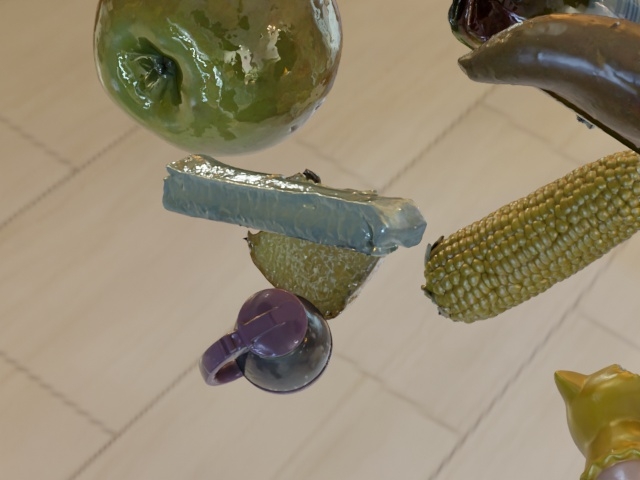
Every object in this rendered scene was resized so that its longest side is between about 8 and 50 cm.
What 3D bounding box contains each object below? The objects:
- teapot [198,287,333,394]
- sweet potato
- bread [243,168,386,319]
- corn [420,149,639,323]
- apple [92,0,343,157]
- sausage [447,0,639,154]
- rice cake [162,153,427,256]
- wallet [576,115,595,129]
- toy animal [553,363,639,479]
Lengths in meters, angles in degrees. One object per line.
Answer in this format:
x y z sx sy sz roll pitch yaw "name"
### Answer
-0.064 0.107 1.929 0.148 0.146 0.116 1 73 5 "teapot"
0.191 -0.074 0.888 0.249 0.059 0.069 24 14 29 "sweet potato"
0.000 0.000 2.121 0.160 0.140 0.169 36 14 4 "bread"
0.206 -0.003 1.575 0.091 0.260 0.091 7 60 -48 "corn"
-0.145 -0.267 2.258 0.338 0.338 0.305 27 48 5 "apple"
0.212 -0.160 1.355 0.317 0.125 0.117 27 43 -29 "sausage"
-0.033 -0.034 1.682 0.066 0.063 0.336 -10 17 -43 "rice cake"
0.364 -0.233 2.014 0.059 0.202 0.141 11 56 -17 "wallet"
0.359 0.252 1.994 0.156 0.156 0.230 7 37 -17 "toy animal"
